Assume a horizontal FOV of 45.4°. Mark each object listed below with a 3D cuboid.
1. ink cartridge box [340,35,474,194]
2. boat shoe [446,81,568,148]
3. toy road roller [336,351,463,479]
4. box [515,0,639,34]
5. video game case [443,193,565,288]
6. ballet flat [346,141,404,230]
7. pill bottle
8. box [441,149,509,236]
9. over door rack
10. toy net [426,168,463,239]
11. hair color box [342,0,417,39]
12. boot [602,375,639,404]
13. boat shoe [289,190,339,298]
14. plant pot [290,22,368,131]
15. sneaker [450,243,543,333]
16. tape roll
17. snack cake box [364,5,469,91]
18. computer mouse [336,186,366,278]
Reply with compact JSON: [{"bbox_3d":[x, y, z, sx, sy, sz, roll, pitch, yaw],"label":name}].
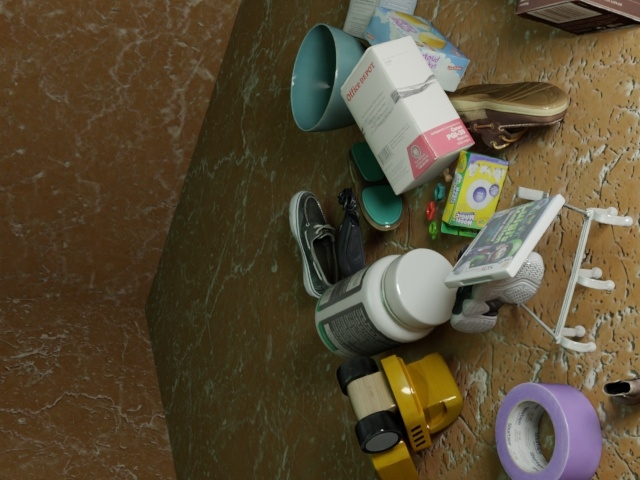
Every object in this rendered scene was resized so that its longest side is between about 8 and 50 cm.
[{"bbox_3d":[0.184,-0.275,1.692,0.283,0.117,0.207,62,155,9],"label":"ink cartridge box"},{"bbox_3d":[0.379,-0.249,1.570,0.342,0.123,0.123,20,131,60],"label":"boat shoe"},{"bbox_3d":[0.194,0.387,1.710,0.329,0.240,0.202,70,180,-48],"label":"toy road roller"},{"bbox_3d":[0.475,-0.490,1.353,0.168,0.167,0.203,16,97,64],"label":"box"},{"bbox_3d":[0.318,0.003,1.338,0.190,0.022,0.173,-49,14,-26],"label":"video game case"},{"bbox_3d":[0.137,-0.114,2.015,0.124,0.116,0.342,94,163,-44],"label":"ballet flat"},{"bbox_3d":[0.151,0.152,1.789,0.361,0.204,0.204,-33,54,57],"label":"pill bottle"},{"bbox_3d":[0.324,-0.093,1.621,0.043,0.105,0.179,41,120,60],"label":"box"},{"bbox_3d":[0.436,0.042,1.384,0.324,0.108,0.240,-132,54,-75],"label":"over door rack"},{"bbox_3d":[0.287,-0.123,1.779,0.122,0.045,0.232,130,142,-61],"label":"toy net"},{"bbox_3d":[0.188,-0.718,2.050,0.185,0.113,0.374,42,121,59],"label":"hair color box"},{"bbox_3d":[0.486,0.239,1.228,0.118,0.087,0.042,-39,52,55],"label":"boot"},{"bbox_3d":[0.000,0.000,2.260,0.119,0.121,0.335,-31,67,48],"label":"boat shoe"},{"bbox_3d":[0.064,-0.436,2.122,0.290,0.195,0.290,-15,73,63],"label":"plant pot"},{"bbox_3d":[0.318,0.056,1.424,0.268,0.101,0.153,120,160,-53],"label":"sneaker"},{"bbox_3d":[0.404,0.351,1.373,0.189,0.080,0.189,-27,59,58],"label":"tape roll"},{"bbox_3d":[0.227,-0.467,1.859,0.089,0.152,0.264,-66,31,30],"label":"snack cake box"},{"bbox_3d":[0.072,0.001,2.037,0.188,0.072,0.272,-110,11,-79],"label":"computer mouse"}]
